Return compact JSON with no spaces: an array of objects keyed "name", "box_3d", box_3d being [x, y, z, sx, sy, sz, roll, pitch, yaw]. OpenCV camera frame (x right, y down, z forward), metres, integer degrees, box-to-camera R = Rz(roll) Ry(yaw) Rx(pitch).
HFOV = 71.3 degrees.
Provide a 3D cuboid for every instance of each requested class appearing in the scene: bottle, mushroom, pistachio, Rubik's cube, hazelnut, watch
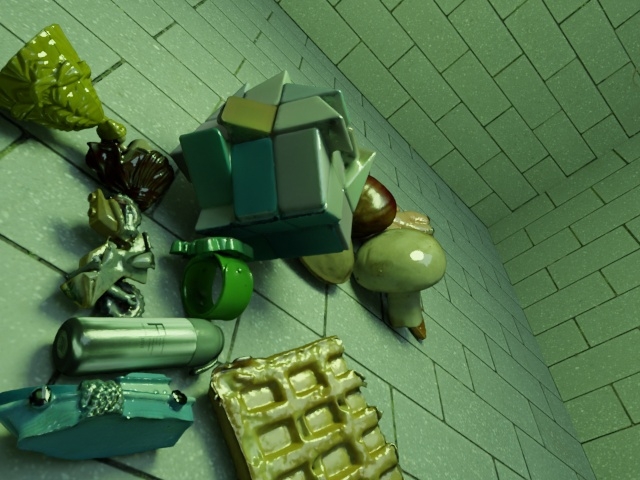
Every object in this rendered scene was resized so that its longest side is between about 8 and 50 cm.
[{"name":"bottle","box_3d":[-0.261,0.165,0.680,0.254,0.079,0.096,13,61,-52]},{"name":"mushroom","box_3d":[0.253,0.113,1.384,0.292,0.293,0.290,-50,131,-63]},{"name":"pistachio","box_3d":[0.000,0.000,1.211,0.213,0.163,0.260,-16,83,-40]},{"name":"Rubik's cube","box_3d":[-0.081,-0.145,0.960,0.358,0.387,0.368,66,22,-48]},{"name":"hazelnut","box_3d":[0.109,-0.102,1.385,0.217,0.252,0.217,-38,134,-54]},{"name":"watch","box_3d":[-0.201,0.076,0.843,0.131,0.165,0.152,15,69,-52]}]

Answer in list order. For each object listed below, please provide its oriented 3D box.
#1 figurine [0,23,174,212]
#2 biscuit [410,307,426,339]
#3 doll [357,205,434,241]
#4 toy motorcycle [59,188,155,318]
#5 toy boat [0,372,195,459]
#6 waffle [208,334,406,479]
[{"name":"figurine","box_3d":[-0.405,-0.202,0.820,0.315,0.187,0.168,46,22,-31]},{"name":"biscuit","box_3d":[0.294,0.211,1.532,0.183,0.043,0.280,10,53,-48]},{"name":"doll","box_3d":[0.245,-0.037,1.588,0.303,0.156,0.201,8,35,-11]},{"name":"toy motorcycle","box_3d":[-0.338,0.020,0.706,0.130,0.094,0.229,17,55,-51]},{"name":"toy boat","box_3d":[-0.281,0.215,0.573,0.238,0.109,0.098,24,19,-48]},{"name":"waffle","box_3d":[-0.014,0.350,0.767,0.304,0.077,0.348,-8,63,-38]}]
